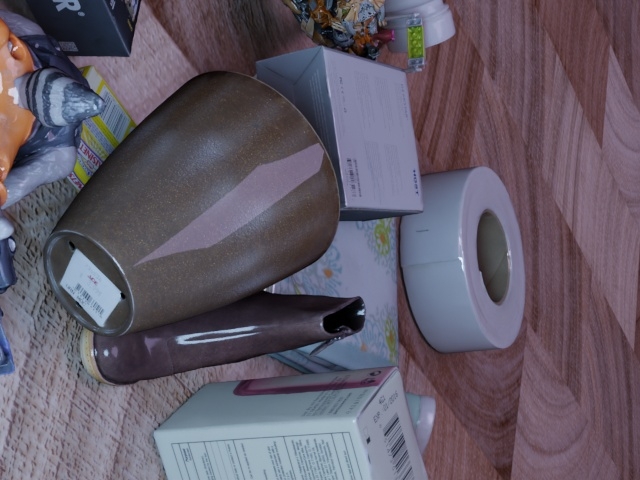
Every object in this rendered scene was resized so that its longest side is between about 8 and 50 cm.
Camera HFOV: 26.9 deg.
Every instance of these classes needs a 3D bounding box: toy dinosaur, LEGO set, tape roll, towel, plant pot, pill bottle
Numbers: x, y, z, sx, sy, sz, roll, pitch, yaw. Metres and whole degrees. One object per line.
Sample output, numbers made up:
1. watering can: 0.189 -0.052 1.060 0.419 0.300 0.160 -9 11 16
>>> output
1. toy dinosaur: 0.002 -0.301 1.616 0.164 0.322 0.218 -30 94 -25
2. LEGO set: 0.076 -0.319 1.824 0.132 0.107 0.286 -35 118 -69
3. tape roll: 0.222 0.030 2.053 0.286 0.100 0.286 24 63 -60
4. towel: 0.000 0.000 1.638 0.374 0.090 0.320 34 55 -56
5. plant pot: -0.134 -0.013 1.228 0.230 0.215 0.215 -39 119 -42
6. pill bottle: 0.116 -0.393 1.917 0.131 0.131 0.229 -49 126 -56

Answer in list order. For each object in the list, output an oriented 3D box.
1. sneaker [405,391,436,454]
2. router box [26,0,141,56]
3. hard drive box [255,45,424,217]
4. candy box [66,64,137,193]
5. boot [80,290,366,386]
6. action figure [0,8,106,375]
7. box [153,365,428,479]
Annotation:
1. sneaker: 0.036 0.274 1.649 0.094 0.151 0.255 -78 -176 -58
2. router box: -0.224 -0.349 1.194 0.309 0.081 0.242 74 20 -61
3. hard drive box: 0.028 -0.115 1.538 0.232 0.089 0.181 1 81 -63
4. candy box: -0.198 -0.065 1.331 0.206 0.027 0.105 58 39 -40
5. boot: -0.091 0.082 1.305 0.248 0.207 0.090 -9 91 -63
6. action figure: -0.234 -0.061 1.025 0.330 0.179 0.341 -122 -161 -81
7. box: -0.027 0.226 1.366 0.127 0.232 0.148 -42 121 -59
